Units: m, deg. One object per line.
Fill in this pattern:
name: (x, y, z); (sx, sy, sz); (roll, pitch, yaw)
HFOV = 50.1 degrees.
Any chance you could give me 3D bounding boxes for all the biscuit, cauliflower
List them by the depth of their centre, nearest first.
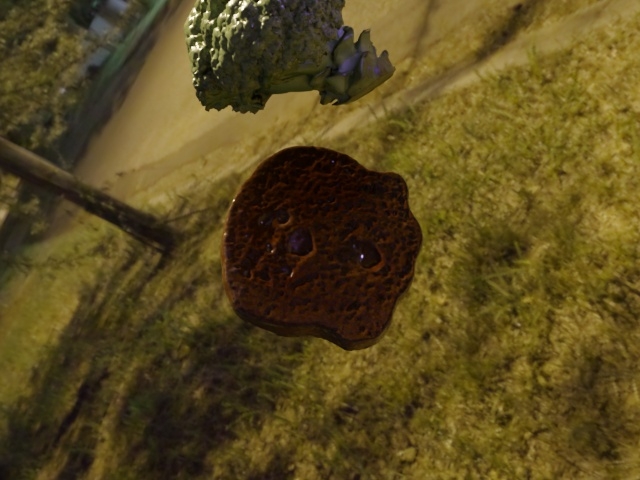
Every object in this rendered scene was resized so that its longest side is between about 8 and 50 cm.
cauliflower: (-0.032, -0.242, 0.832); (0.272, 0.250, 0.275); (-45, 19, 48)
biscuit: (0.000, 0.001, 0.882); (0.049, 0.257, 0.273); (93, -168, -62)
